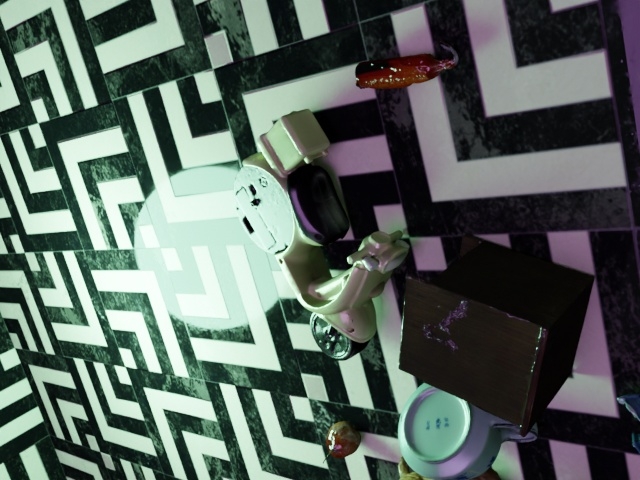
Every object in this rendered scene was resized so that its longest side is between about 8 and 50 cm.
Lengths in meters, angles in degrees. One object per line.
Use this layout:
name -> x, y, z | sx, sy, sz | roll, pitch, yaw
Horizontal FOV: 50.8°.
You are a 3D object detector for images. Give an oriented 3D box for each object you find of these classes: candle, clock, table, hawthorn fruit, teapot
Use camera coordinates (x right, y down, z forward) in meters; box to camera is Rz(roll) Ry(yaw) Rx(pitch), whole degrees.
candle -> 0.121, -0.240, 0.938 | 0.162, 0.048, 0.053 | 3, 146, 40
clock -> 0.000, 0.000, 1.107 | 0.378, 0.120, 0.276 | 55, 140, 6
table -> 0.234, 0.120, 0.919 | 0.193, 0.169, 0.172 | 21, 123, 32
hawthorn fruit -> 0.031, 0.384, 1.272 | 0.067, 0.103, 0.066 | 11, 108, 35
teapot -> 0.221, 0.303, 1.055 | 0.232, 0.159, 0.158 | -21, 95, 35

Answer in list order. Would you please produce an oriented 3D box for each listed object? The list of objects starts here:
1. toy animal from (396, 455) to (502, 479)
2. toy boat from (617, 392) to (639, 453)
toy animal -> 0.211, 0.403, 1.133 | 0.104, 0.183, 0.185 | 31, 119, -26
toy boat -> 0.440, 0.258, 0.882 | 0.061, 0.060, 0.137 | -33, 91, 24
